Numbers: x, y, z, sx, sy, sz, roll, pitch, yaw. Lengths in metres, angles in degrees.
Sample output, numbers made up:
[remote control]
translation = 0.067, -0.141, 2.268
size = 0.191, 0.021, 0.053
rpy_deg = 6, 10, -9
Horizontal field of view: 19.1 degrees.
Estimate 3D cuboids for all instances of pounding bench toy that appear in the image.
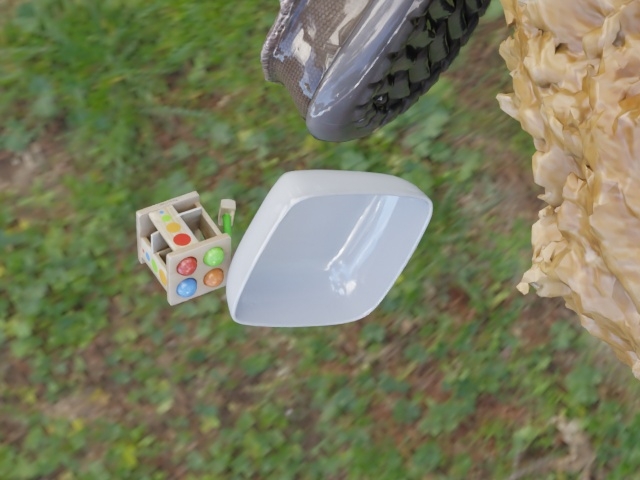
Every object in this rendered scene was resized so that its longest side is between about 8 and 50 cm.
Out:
[pounding bench toy]
translation = -0.090, 0.003, 1.457
size = 0.065, 0.083, 0.052
rpy_deg = 51, 151, 38

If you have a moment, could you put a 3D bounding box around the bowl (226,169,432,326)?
[bowl]
translation = 0.000, 0.000, 1.435
size = 0.053, 0.142, 0.142
rpy_deg = 59, 134, 37

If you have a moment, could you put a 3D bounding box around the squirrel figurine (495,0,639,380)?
[squirrel figurine]
translation = 0.184, -0.149, 0.525
size = 0.397, 0.281, 0.370
rpy_deg = -13, 101, 38

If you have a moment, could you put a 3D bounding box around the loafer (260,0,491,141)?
[loafer]
translation = 0.044, -0.222, 0.882
size = 0.130, 0.134, 0.366
rpy_deg = 20, 83, 12
